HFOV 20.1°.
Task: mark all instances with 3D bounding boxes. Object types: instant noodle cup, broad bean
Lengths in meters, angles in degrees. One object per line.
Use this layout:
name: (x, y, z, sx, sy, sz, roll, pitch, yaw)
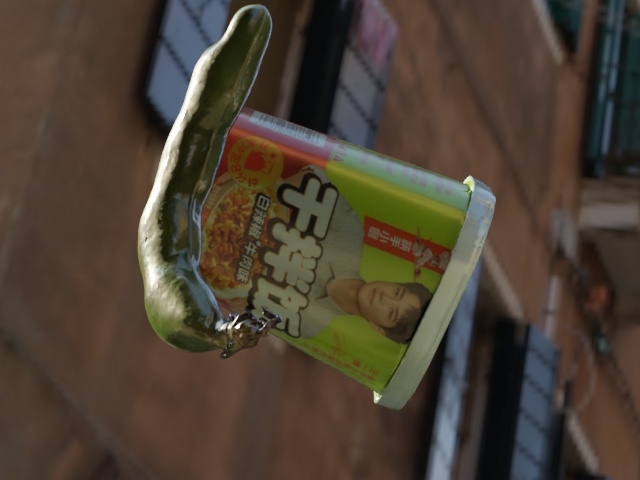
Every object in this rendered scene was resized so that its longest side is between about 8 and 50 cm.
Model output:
instant noodle cup: (0.000, 0.000, 1.985, 0.308, 0.294, 0.294, 25, -29, -1)
broad bean: (-0.081, -0.032, 1.327, 0.049, 0.292, 0.144, 25, -39, -37)
